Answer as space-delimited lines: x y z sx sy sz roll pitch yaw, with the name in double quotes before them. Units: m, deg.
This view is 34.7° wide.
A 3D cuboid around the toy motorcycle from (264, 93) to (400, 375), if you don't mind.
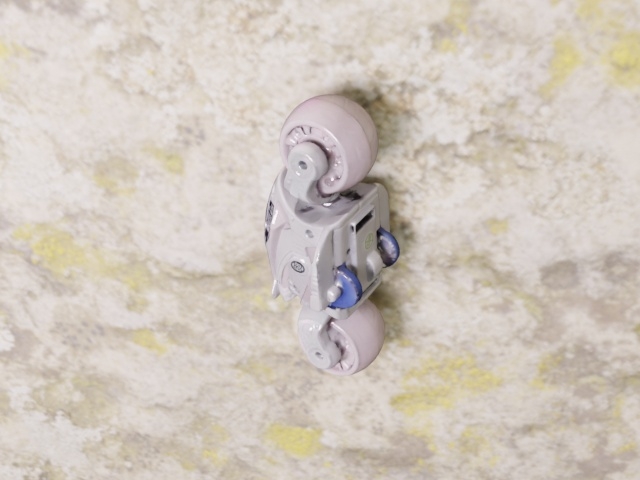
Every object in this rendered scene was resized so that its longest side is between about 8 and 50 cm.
"toy motorcycle" 0.000 0.000 0.811 0.113 0.112 0.254 1 125 9
